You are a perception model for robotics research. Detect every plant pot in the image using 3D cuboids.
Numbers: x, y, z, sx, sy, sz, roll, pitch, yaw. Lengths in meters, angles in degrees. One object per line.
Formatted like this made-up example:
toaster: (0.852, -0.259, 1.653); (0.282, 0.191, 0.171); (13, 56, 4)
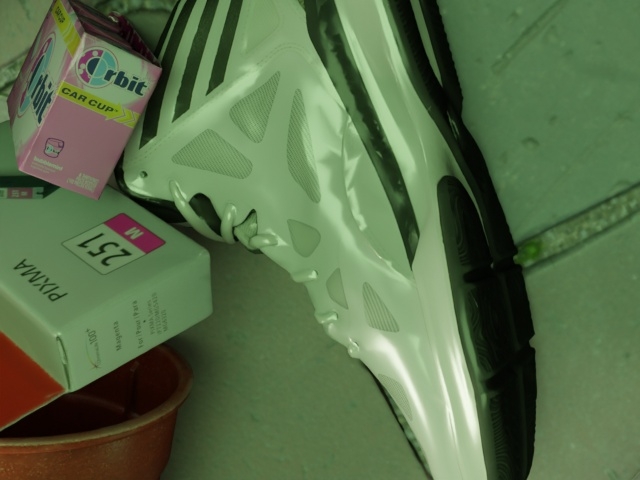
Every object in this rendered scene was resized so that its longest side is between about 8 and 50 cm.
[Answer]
plant pot: (-0.243, 0.223, 0.872); (0.273, 0.272, 0.265); (8, 104, 10)

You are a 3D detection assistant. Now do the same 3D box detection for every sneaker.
sneaker: (0.000, -0.001, 0.859); (0.258, 0.169, 0.447); (-16, 88, 22)

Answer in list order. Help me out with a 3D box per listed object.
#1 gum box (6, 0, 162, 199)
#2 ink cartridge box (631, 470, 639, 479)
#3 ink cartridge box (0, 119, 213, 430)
gum box: (-0.185, -0.118, 0.848); (0.062, 0.188, 0.107); (22, 104, -26)
ink cartridge box: (0.339, 0.294, 0.799); (0.278, 0.201, 0.117); (37, 104, 3)
ink cartridge box: (-0.254, 0.023, 0.802); (0.275, 0.239, 0.060); (31, 135, 37)
